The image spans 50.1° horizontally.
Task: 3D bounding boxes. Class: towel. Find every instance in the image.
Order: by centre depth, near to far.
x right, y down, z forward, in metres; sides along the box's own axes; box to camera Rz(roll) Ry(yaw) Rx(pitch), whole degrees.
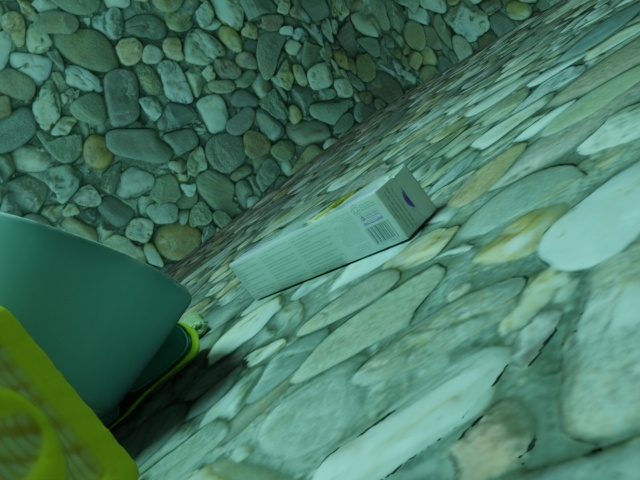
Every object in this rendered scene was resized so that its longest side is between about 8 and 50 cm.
[{"bbox_3d":[-0.230,0.159,1.000,0.148,0.027,0.110,-38,10,-11],"label":"towel"}]

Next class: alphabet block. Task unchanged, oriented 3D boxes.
[{"bbox_3d":[-0.295,0.199,0.511,0.197,0.193,0.192,-33,11,22],"label":"alphabet block"}]

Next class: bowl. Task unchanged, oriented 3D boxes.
[{"bbox_3d":[-0.308,0.094,0.711,0.311,0.311,0.163,-20,52,61],"label":"bowl"}]

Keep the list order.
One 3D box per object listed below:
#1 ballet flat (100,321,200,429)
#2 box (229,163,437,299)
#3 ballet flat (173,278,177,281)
[{"bbox_3d":[-0.247,0.182,0.848,0.231,0.077,0.077,-34,-13,-5],"label":"ballet flat"},{"bbox_3d":[0.000,0.000,0.829,0.063,0.067,0.324,-42,10,-37],"label":"box"},{"bbox_3d":[-0.358,0.129,1.466,0.124,0.116,0.342,-19,-1,-18],"label":"ballet flat"}]
